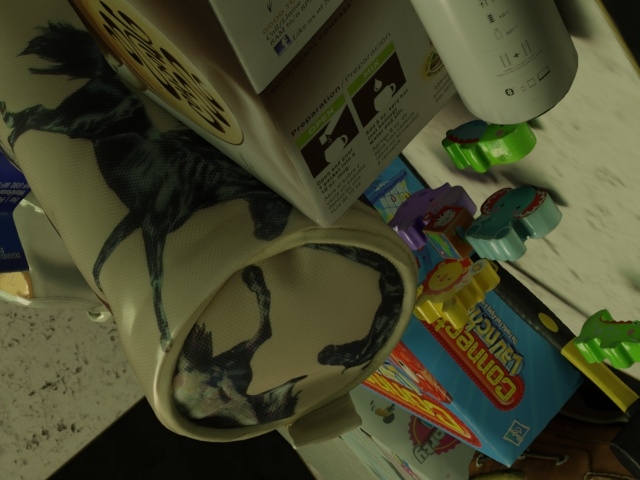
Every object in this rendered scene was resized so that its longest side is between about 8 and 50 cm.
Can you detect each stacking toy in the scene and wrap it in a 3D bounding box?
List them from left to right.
[{"bbox_3d":[0.090,-0.013,0.962,0.167,0.052,0.221,52,160,-25],"label":"stacking toy"}]

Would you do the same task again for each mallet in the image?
[{"bbox_3d":[0.169,0.065,1.053,0.190,0.062,0.039,53,174,27],"label":"mallet"}]

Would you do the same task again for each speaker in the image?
[{"bbox_3d":[0.062,-0.108,0.682,0.055,0.055,0.136,33,166,39],"label":"speaker"}]

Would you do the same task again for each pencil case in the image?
[{"bbox_3d":[-0.112,-0.062,0.976,0.410,0.160,0.183,50,173,33],"label":"pencil case"}]

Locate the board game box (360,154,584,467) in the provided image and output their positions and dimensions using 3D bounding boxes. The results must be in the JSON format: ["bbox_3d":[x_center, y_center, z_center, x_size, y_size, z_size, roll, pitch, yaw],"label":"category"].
[{"bbox_3d":[0.000,0.000,1.222,0.302,0.086,0.308,48,167,-29],"label":"board game box"}]

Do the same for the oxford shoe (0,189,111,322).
[{"bbox_3d":[-0.159,0.007,1.438,0.169,0.130,0.449,34,-172,24],"label":"oxford shoe"}]

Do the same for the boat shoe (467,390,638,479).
[{"bbox_3d":[0.203,0.179,1.166,0.111,0.104,0.307,45,168,-15],"label":"boat shoe"}]

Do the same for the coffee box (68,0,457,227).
[{"bbox_3d":[-0.050,-0.152,0.728,0.168,0.119,0.297,37,168,26],"label":"coffee box"}]

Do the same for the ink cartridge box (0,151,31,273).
[{"bbox_3d":[-0.278,-0.138,1.156,0.165,0.065,0.333,-7,-104,-66],"label":"ink cartridge box"}]

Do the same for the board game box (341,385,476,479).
[{"bbox_3d":[0.136,0.212,1.547,0.303,0.097,0.224,34,168,40],"label":"board game box"}]
